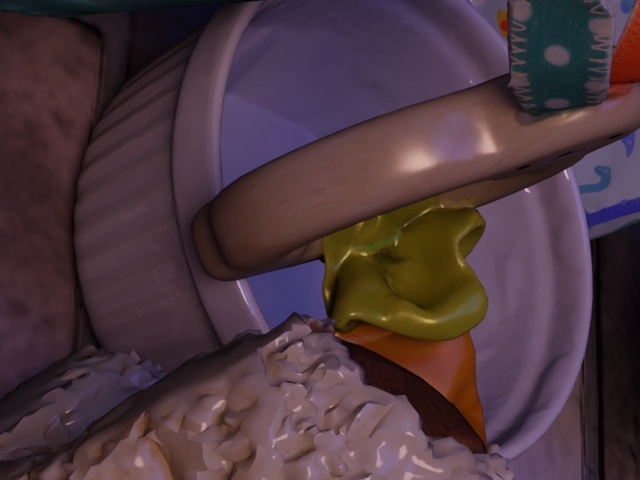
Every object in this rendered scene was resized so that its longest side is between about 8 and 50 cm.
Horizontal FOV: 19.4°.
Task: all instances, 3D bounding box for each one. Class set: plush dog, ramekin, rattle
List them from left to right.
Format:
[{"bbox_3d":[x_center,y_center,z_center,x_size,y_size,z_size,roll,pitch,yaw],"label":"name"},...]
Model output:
[{"bbox_3d":[-0.047,0.165,0.543,0.210,0.262,0.225,-36,100,-28],"label":"plush dog"},{"bbox_3d":[0.000,0.000,0.733,0.207,0.109,0.207,19,62,-40],"label":"ramekin"},{"bbox_3d":[0.057,0.009,0.559,0.130,0.200,0.142,9,69,-43],"label":"rattle"}]

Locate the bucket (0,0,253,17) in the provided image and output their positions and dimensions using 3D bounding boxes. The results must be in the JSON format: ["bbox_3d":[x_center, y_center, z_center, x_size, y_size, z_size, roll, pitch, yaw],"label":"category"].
[{"bbox_3d":[-0.035,-0.200,0.596,0.281,0.183,0.281,5,84,-53],"label":"bucket"}]

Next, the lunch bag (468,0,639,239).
[{"bbox_3d":[0.108,-0.064,0.829,0.096,0.151,0.129,-12,85,-36],"label":"lunch bag"}]
